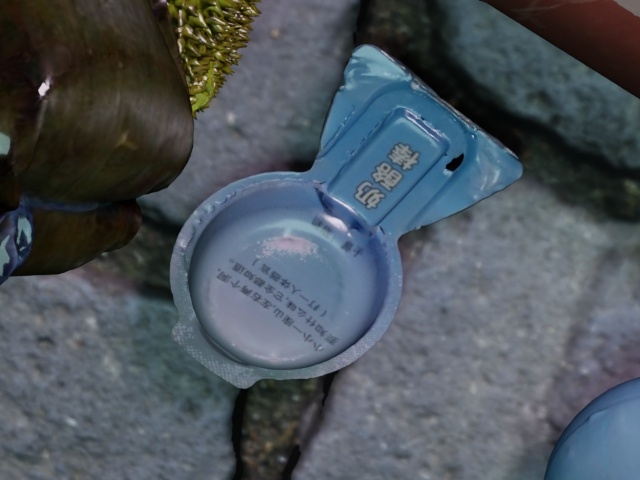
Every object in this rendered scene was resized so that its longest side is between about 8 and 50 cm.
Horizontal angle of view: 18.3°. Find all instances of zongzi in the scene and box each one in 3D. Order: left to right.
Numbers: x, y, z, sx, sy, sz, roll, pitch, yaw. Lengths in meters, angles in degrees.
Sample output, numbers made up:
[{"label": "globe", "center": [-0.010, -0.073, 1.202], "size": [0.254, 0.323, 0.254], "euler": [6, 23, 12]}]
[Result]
[{"label": "zongzi", "center": [-0.279, -0.104, 0.944], "size": [0.432, 0.208, 0.403], "euler": [-33, 74, 32]}]

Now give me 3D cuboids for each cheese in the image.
[{"label": "cheese", "center": [0.000, 0.000, 1.157], "size": [0.135, 0.052, 0.244], "euler": [36, 121, -10]}]

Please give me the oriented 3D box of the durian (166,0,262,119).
[{"label": "durian", "center": [-0.101, -0.155, 1.028], "size": [0.146, 0.159, 0.198], "euler": [7, 120, 9]}]

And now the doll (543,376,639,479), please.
[{"label": "doll", "center": [0.256, 0.158, 1.129], "size": [0.314, 0.141, 0.177], "euler": [1, 124, 11]}]

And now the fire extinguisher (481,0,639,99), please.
[{"label": "fire extinguisher", "center": [0.249, -0.103, 1.008], "size": [0.337, 0.106, 0.147], "euler": [31, 98, -5]}]
